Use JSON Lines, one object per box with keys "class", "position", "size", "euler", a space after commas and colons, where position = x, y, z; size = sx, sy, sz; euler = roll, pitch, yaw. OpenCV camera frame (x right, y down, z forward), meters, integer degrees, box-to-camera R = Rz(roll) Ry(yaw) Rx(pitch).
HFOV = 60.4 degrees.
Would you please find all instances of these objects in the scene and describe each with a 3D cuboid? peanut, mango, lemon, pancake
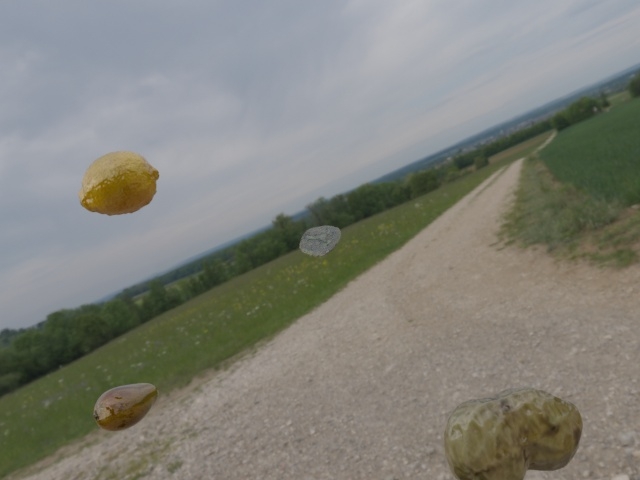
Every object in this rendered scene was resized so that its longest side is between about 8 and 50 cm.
{"class": "peanut", "position": [0.324, 0.335, 0.931], "size": [0.233, 0.196, 0.110], "euler": [-20, 27, -5]}
{"class": "mango", "position": [-0.435, 0.367, 1.230], "size": [0.112, 0.089, 0.163], "euler": [-1, 3, 4]}
{"class": "lemon", "position": [-0.454, -0.126, 1.233], "size": [0.187, 0.142, 0.142], "euler": [-25, 1, -2]}
{"class": "pancake", "position": [-0.001, 0.000, 1.328], "size": [0.108, 0.017, 0.108], "euler": [-13, 42, 12]}
